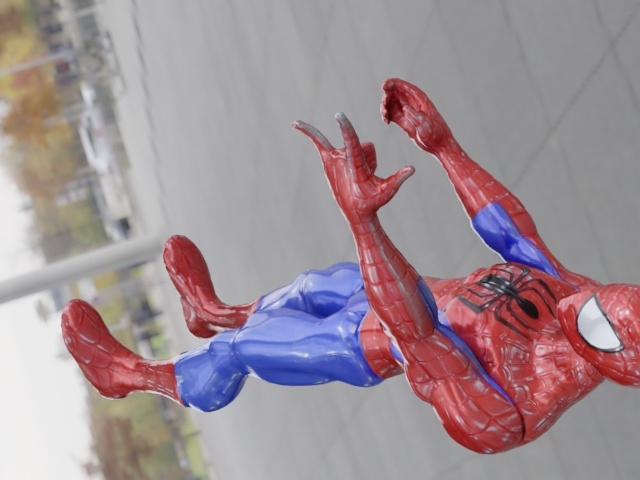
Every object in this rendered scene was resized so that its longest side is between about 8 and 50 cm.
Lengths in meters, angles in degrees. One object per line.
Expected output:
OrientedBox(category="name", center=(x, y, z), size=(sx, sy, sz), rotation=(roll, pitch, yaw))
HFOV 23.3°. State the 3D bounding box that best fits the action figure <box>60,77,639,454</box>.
OrientedBox(category="action figure", center=(0.000, 0.000, 0.544), size=(0.280, 0.091, 0.139), rotation=(3, 122, 48))
